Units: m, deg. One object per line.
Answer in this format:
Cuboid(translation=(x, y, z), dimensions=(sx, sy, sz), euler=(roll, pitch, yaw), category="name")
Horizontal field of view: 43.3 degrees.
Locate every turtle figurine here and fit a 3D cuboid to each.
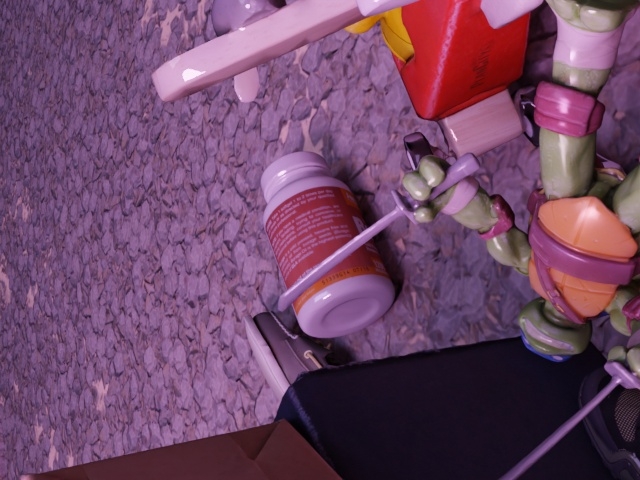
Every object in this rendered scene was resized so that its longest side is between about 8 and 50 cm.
Cuboid(translation=(0.144, -0.004, 0.496), dimensions=(0.198, 0.274, 0.266), euler=(-117, 32, -51), category="turtle figurine")

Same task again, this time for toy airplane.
Cuboid(translation=(0.094, -0.229, 0.655), dimensions=(0.384, 0.386, 0.272), euler=(-39, 67, 45), category="toy airplane")

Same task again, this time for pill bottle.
Cuboid(translation=(0.000, 0.000, 0.988), dimensions=(0.121, 0.121, 0.216), euler=(-50, 50, 39), category="pill bottle")

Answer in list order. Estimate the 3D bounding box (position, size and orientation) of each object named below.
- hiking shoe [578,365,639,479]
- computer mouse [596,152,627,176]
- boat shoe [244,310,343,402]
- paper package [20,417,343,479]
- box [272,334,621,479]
Cuboid(translation=(0.256, 0.124, 0.487), dimensions=(0.227, 0.086, 0.114), euler=(39, 131, 50), category="hiking shoe")
Cuboid(translation=(0.238, -0.034, 0.681), dimensions=(0.042, 0.106, 0.193), euler=(-36, 28, 0), category="computer mouse")
Cuboid(translation=(-0.006, 0.184, 1.008), dimensions=(0.305, 0.091, 0.109), euler=(49, 162, 47), category="boat shoe")
Cuboid(translation=(-0.039, 0.310, 0.415), dimensions=(0.309, 0.168, 0.325), euler=(32, 120, 52), category="paper package")
Cuboid(translation=(0.128, 0.405, 0.586), dimensions=(0.480, 0.297, 0.472), euler=(57, 141, 39), category="box")
